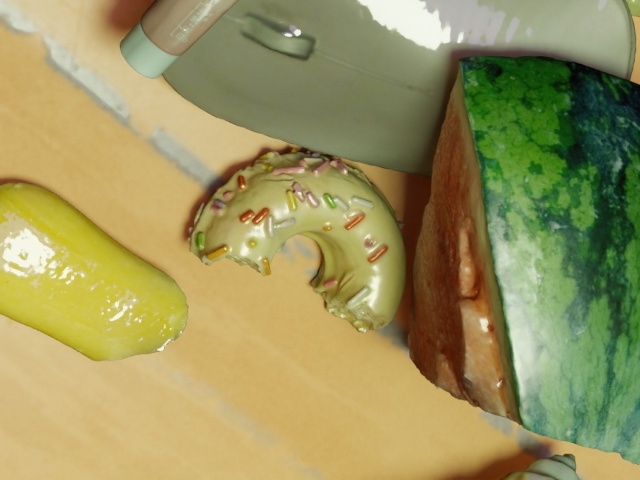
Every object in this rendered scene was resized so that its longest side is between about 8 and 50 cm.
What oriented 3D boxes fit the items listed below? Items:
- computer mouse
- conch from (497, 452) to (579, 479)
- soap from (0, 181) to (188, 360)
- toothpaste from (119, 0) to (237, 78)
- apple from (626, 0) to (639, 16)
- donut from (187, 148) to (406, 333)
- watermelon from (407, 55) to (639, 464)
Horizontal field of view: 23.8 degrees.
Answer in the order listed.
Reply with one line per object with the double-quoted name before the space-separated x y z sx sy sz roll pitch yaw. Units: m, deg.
"computer mouse" 0.055 -0.128 1.015 0.331 0.095 0.197 11 127 -17
"conch" 0.079 0.316 1.108 0.368 0.197 0.249 -27 145 -13
"soap" -0.172 0.029 1.032 0.168 0.033 0.089 38 89 -24
"toothpaste" -0.048 -0.174 0.919 0.056 0.036 0.205 23 129 -39
"apple" 0.212 -0.330 1.016 0.254 0.179 0.346 -33 116 -24
"donut" 0.000 -0.005 1.071 0.166 0.065 0.108 26 91 -24
"watermelon" 0.199 0.066 1.025 0.292 0.222 0.319 6 132 -15
